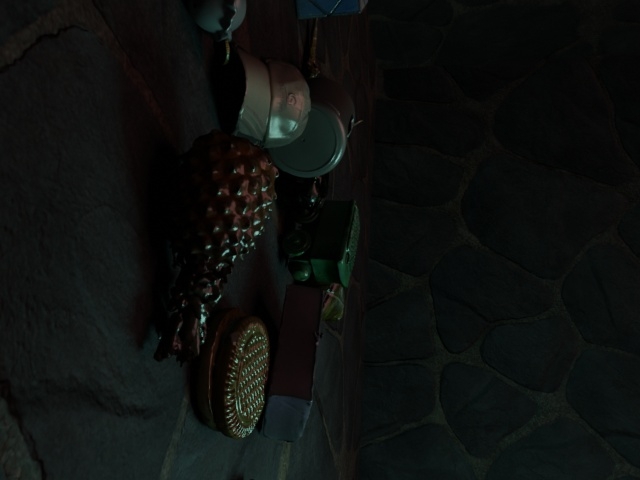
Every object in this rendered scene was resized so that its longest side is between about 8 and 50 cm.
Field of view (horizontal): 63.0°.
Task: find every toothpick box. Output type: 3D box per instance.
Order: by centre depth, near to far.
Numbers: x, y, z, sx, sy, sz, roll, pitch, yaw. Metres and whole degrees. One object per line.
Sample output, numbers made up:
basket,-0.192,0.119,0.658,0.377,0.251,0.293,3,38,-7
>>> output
toothpick box,-0.025,-0.326,1.400,0.316,0.229,0.229,-72,158,-59

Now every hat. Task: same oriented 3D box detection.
hat,-0.111,-0.303,1.101,0.275,0.161,0.232,-1,87,-74

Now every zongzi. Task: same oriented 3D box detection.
zongzi,-0.013,0.232,1.659,0.286,0.134,0.288,81,28,-53

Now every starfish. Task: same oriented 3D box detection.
starfish,0.012,-0.527,1.713,0.398,0.132,0.383,54,29,-48

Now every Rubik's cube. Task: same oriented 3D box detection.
Rubik's cube,0.032,-0.811,1.602,0.207,0.205,0.205,-69,156,-56

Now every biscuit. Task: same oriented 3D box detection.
biscuit,-0.166,0.258,1.033,0.259,0.079,0.259,2,90,-77

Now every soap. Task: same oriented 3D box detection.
soap,-0.063,0.304,1.277,0.285,0.107,0.296,100,-1,-49

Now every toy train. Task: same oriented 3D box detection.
toy train,0.000,0.000,1.491,0.145,0.202,0.266,78,20,-49

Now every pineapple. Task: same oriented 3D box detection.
pineapple,-0.182,0.014,0.819,0.175,0.175,0.361,48,58,-72

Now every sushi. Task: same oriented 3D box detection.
sushi,-0.042,-0.166,1.473,0.225,0.127,0.124,-72,159,-58

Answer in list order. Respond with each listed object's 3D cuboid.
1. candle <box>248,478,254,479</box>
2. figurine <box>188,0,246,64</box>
candle,-0.178,0.563,1.042,0.059,0.084,0.302,60,18,7
figurine,-0.168,-0.448,0.894,0.143,0.143,0.271,-72,156,-54
